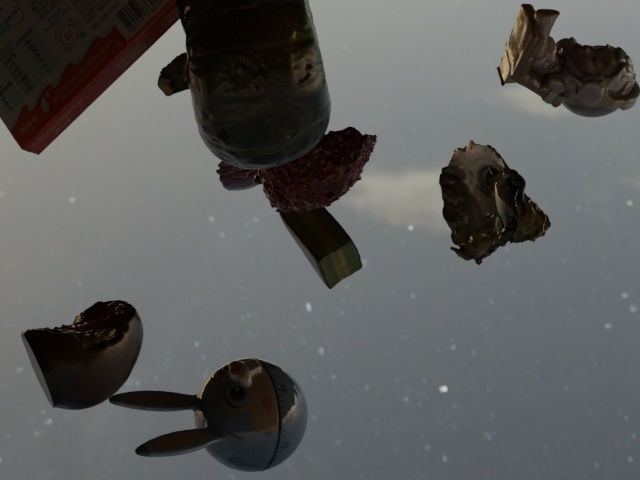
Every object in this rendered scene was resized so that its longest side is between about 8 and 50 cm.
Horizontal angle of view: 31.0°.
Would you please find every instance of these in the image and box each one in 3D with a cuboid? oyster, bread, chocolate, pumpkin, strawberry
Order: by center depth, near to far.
[{"bbox_3d":[-0.092,-0.203,1.309,0.189,0.260,0.260,-14,-156,1],"label":"pumpkin"},{"bbox_3d":[-0.263,0.121,1.317,0.133,0.127,0.124,-23,-133,-16],"label":"chocolate"},{"bbox_3d":[-0.007,-0.085,1.565,0.192,0.140,0.085,-7,-111,12],"label":"strawberry"},{"bbox_3d":[-0.003,-0.003,1.884,0.074,0.084,0.139,-34,-126,-10],"label":"bread"},{"bbox_3d":[0.288,-0.072,1.993,0.083,0.222,0.214,2,160,-34],"label":"oyster"}]

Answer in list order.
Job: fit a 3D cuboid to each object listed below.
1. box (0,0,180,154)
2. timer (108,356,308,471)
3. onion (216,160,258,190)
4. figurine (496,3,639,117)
[{"bbox_3d":[-0.335,-0.292,1.438,0.273,0.265,0.048,-41,162,12],"label":"box"},{"bbox_3d":[-0.131,0.224,1.571,0.255,0.175,0.175,26,177,-39],"label":"timer"},{"bbox_3d":[-0.088,-0.204,2.014,0.111,0.250,0.247,7,-178,12],"label":"onion"},{"bbox_3d":[0.399,-0.271,1.791,0.237,0.141,0.162,21,-146,-14],"label":"figurine"}]
